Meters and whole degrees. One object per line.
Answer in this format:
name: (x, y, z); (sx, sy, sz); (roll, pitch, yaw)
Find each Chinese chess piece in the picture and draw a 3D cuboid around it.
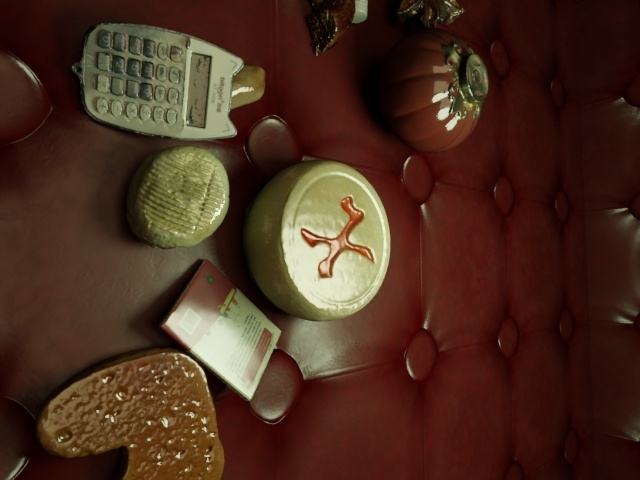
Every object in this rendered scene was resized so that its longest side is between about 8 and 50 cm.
Chinese chess piece: (0.000, 0.000, 0.960); (0.337, 0.140, 0.339); (3, 86, -41)

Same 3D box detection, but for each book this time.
book: (-0.176, 0.167, 0.851); (0.232, 0.022, 0.162); (51, 42, -27)

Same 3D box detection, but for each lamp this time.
lamp: (0.281, -0.374, 1.147); (0.303, 0.256, 0.304); (3, 86, -42)

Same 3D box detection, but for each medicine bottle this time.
medicine bottle: (0.090, -0.599, 1.129); (0.057, 0.057, 0.089); (6, 83, -40)

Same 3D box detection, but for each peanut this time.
peanut: (-0.169, -0.297, 0.879); (0.152, 0.076, 0.076); (-33, 108, -32)

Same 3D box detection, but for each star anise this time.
star anise: (0.293, -0.666, 1.277); (0.219, 0.099, 0.215); (5, 80, -20)

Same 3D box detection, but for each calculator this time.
calculator: (-0.269, -0.264, 0.766); (0.267, 0.040, 0.177); (4, 100, -27)

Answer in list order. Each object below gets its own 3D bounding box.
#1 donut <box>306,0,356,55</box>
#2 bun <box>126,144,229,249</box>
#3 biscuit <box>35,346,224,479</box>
donut: (0.014, -0.564, 1.044); (0.141, 0.085, 0.217); (-38, 109, -35)
bun: (-0.245, -0.072, 0.784); (0.163, 0.111, 0.188); (18, 78, -21)
biscuit: (-0.297, 0.322, 0.741); (0.262, 0.052, 0.277); (-18, 96, -41)
